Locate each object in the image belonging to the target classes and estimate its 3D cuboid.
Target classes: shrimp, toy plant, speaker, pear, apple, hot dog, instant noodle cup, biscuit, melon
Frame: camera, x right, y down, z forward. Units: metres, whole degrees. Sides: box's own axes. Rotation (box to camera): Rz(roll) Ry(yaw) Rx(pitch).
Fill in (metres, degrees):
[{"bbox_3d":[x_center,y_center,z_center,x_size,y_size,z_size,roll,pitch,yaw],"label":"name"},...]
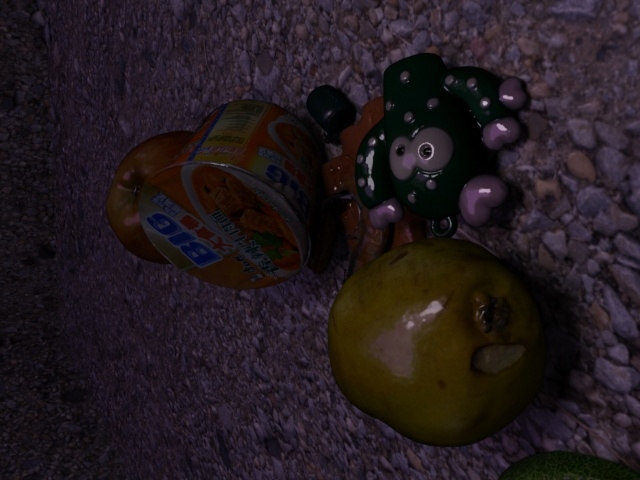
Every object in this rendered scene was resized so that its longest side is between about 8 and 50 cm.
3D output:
[{"bbox_3d":[0.045,0.002,1.135,0.152,0.046,0.219,41,133,42],"label":"shrimp"},{"bbox_3d":[0.147,-0.120,0.942,0.233,0.113,0.243,16,100,40],"label":"toy plant"},{"bbox_3d":[0.020,-0.206,1.194,0.075,0.060,0.094,55,176,34],"label":"speaker"},{"bbox_3d":[0.141,0.129,0.907,0.321,0.269,0.269,113,137,-61],"label":"pear"},{"bbox_3d":[-0.347,-0.093,1.621,0.277,0.250,0.309,35,126,49],"label":"apple"},{"bbox_3d":[0.001,0.000,1.292,0.062,0.038,0.144,43,136,40],"label":"hot dog"},{"bbox_3d":[-0.134,-0.088,1.221,0.296,0.297,0.214,120,170,-47],"label":"instant noodle cup"},{"bbox_3d":[0.094,-0.100,1.106,0.284,0.043,0.306,50,138,39],"label":"biscuit"},{"bbox_3d":[0.318,0.314,0.873,0.262,0.053,0.113,-32,80,57],"label":"melon"}]
